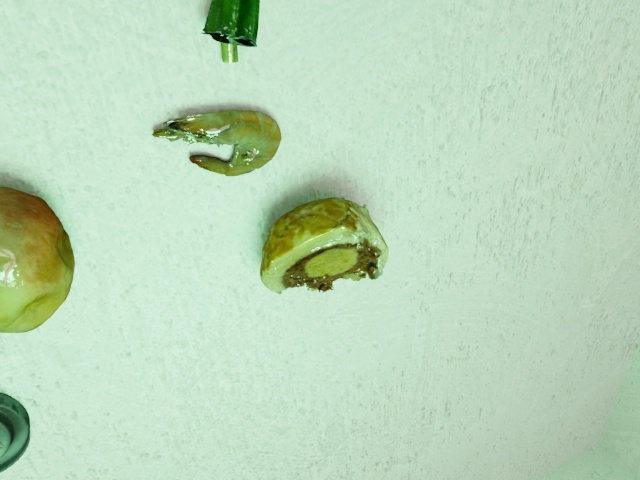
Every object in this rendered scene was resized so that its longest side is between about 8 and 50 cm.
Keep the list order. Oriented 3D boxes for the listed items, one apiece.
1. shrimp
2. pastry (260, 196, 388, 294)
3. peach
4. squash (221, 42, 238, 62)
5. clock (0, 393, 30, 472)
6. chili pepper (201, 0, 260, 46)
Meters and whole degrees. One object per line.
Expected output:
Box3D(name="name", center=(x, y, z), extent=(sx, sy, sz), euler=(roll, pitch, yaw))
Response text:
Box3D(name="shrimp", center=(-0.182, -0.176, 0.850), extent=(0.236, 0.053, 0.133), euler=(-7, 140, -28))
Box3D(name="pastry", center=(-0.009, 0.000, 0.951), extent=(0.255, 0.170, 0.236), euler=(-22, 149, 21))
Box3D(name="peach", center=(-0.495, 0.042, 0.724), extent=(0.214, 0.214, 0.236), euler=(-21, 142, -15))
Box3D(name="squash", center=(-0.153, -0.340, 0.775), extent=(0.027, 0.027, 0.083), euler=(-13, 123, -20))
Box3D(name="clock", center=(-0.684, 0.380, 0.904), extent=(0.214, 0.042, 0.215), euler=(-12, 121, -21))
Box3D(name="chili pepper", center=(-0.124, -0.420, 0.715), extent=(0.088, 0.059, 0.227), euler=(6, 99, -20))
